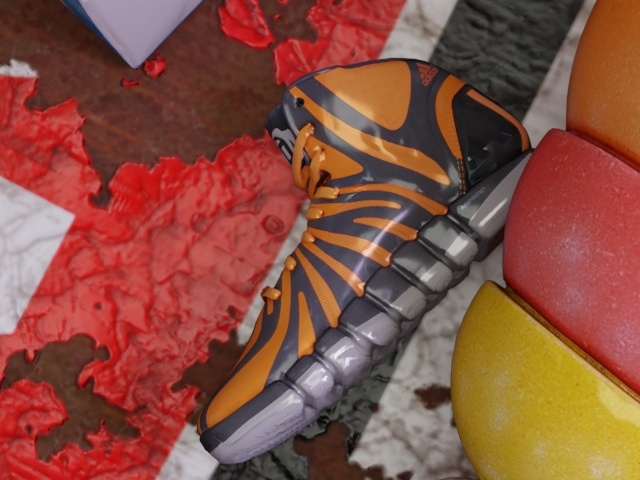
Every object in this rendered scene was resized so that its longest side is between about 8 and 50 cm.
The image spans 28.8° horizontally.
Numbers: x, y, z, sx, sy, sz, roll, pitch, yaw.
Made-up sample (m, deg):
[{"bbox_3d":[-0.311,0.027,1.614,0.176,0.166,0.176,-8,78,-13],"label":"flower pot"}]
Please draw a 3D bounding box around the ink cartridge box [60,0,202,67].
[{"bbox_3d":[-0.177,-0.301,0.880,0.270,0.197,0.198,43,87,6],"label":"ink cartridge box"}]

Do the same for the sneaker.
[{"bbox_3d":[0.000,0.000,0.891,0.321,0.124,0.180,-43,79,-13],"label":"sneaker"}]

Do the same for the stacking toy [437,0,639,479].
[{"bbox_3d":[0.204,0.078,0.778,0.350,0.350,0.480,36,97,6],"label":"stacking toy"}]
